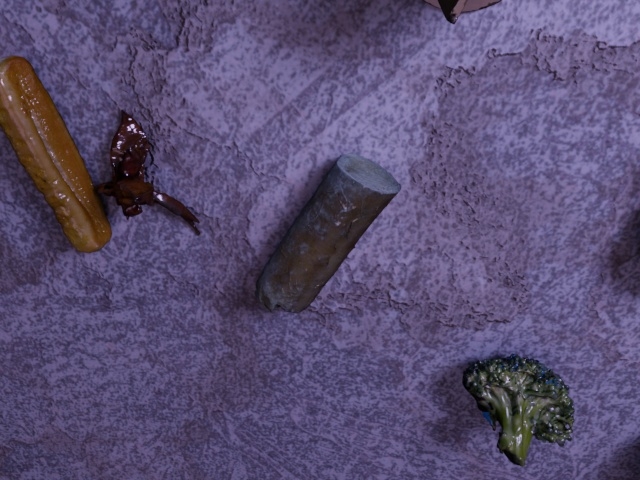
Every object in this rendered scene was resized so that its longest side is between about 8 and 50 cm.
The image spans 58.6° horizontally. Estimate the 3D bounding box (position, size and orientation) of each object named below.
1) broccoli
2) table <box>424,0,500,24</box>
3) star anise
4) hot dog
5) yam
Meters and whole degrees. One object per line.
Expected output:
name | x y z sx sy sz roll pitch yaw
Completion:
broccoli | 0.295 0.252 0.853 0.155 0.160 0.167 -3 134 41
table | 0.148 -0.283 0.527 0.167 0.226 0.167 4 121 6
star anise | -0.228 -0.075 0.797 0.144 0.158 0.140 0 137 -30
hot dog | -0.374 -0.108 0.789 0.061 0.088 0.285 -7 115 19
yam | 0.000 0.000 0.791 0.093 0.093 0.259 30 119 -9
